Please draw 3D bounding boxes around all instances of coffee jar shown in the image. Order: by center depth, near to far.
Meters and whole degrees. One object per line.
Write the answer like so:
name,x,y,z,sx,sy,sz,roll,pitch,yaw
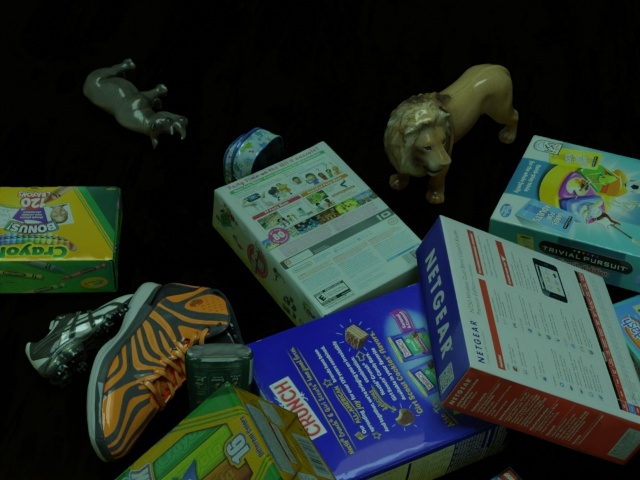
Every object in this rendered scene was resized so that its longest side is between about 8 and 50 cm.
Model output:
coffee jar,-0.140,0.239,1.712,0.096,0.184,0.079,0,12,-6

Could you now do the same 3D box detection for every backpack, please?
backpack,-0.114,-0.134,2.096,0.084,0.114,0.105,28,53,20

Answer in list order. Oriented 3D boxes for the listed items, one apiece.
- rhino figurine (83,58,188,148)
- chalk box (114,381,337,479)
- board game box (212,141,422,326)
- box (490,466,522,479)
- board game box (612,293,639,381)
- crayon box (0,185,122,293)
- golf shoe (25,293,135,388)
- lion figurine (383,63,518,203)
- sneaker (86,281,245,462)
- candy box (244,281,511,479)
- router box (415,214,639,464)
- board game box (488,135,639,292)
rhino figurine,-0.328,-0.240,2.210,0.243,0.073,0.106,37,52,25
chalk box,-0.139,0.352,1.565,0.289,0.179,0.180,-42,53,9
board game box,0.000,0.000,1.987,0.224,0.097,0.303,-26,57,-26
box,0.270,0.389,1.697,0.094,0.027,0.137,-27,55,-24
board game box,0.559,0.145,1.926,0.210,0.047,0.160,-16,50,-19
crayon box,-0.462,-0.001,1.974,0.278,0.081,0.165,-1,47,-4
golf shoe,-0.358,0.130,1.865,0.094,0.077,0.198,33,53,25
lion figurine,0.231,-0.212,2.104,0.142,0.240,0.392,27,51,20
sneaker,-0.212,0.177,1.773,0.180,0.124,0.321,-1,46,18
candy box,0.076,0.228,1.770,0.317,0.122,0.268,-17,52,-20
router box,0.302,0.137,1.784,0.301,0.082,0.335,20,34,-17
board game box,0.475,-0.041,2.036,0.336,0.079,0.254,15,43,18
